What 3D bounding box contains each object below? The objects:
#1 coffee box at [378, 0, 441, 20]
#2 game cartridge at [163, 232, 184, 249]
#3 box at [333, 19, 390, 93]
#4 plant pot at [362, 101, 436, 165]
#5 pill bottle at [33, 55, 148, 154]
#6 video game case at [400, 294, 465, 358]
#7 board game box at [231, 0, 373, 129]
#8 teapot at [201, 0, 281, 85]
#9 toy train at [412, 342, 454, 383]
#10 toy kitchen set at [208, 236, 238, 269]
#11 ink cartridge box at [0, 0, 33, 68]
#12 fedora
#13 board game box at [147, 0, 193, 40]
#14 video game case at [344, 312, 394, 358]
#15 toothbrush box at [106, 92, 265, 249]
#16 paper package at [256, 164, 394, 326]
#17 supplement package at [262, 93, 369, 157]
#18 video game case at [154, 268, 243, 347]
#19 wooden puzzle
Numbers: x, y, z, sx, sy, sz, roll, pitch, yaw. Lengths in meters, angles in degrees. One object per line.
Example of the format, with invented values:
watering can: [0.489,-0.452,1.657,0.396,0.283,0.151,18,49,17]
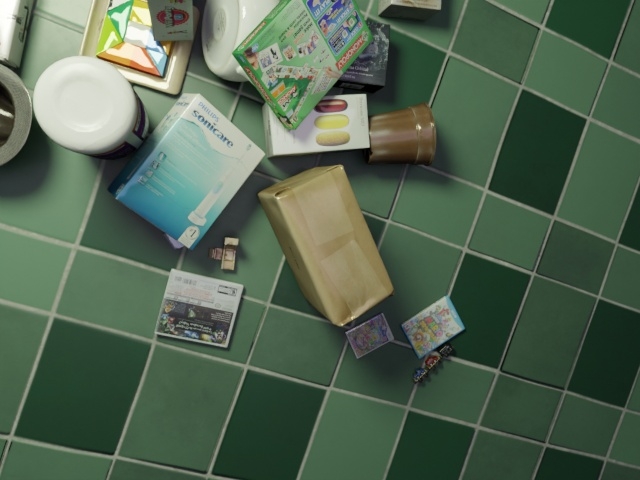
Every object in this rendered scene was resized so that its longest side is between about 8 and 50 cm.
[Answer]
coffee box: [0.235,-0.715,1.316,0.141,0.098,0.246,0,96,-14]
game cartridge: [-0.349,-0.015,1.296,0.083,0.017,0.056,-33,106,-8]
box: [0.087,-0.476,1.311,0.156,0.093,0.158,3,94,-13]
plant pot: [0.196,-0.270,1.331,0.165,0.167,0.166,-6,97,-5]
pill bottle: [-0.469,-0.266,1.083,0.182,0.323,0.181,-1,96,-13]
video game case: [0.328,0.252,1.484,0.166,0.015,0.119,-31,102,-9]
board game box: [-0.027,-0.438,1.139,0.317,0.046,0.213,-52,133,-16]
teapot: [-0.152,-0.485,1.195,0.187,0.252,0.255,-2,116,-36]
toy train: [0.327,0.358,1.488,0.158,0.027,0.036,-43,100,-6]
toy kitchen set: [-0.249,0.032,1.293,0.068,0.075,0.083,6,90,-13]
ink cartridge box: [-0.734,-0.511,1.114,0.159,0.092,0.217,13,91,-14]
fedora: [-0.749,-0.272,1.118,0.276,0.124,0.243,6,92,-5]
board game box: [-0.344,-0.627,1.100,0.098,0.224,0.303,-8,87,-14]
video game case: [0.139,0.269,1.443,0.122,0.011,0.087,-26,101,-10]
toothbrush box: [-0.310,-0.163,1.193,0.216,0.126,0.295,39,83,-34]
paper package: [0.000,0.000,1.228,0.168,0.309,0.324,-27,102,-12]
supplement package: [-0.014,-0.288,1.285,0.244,0.134,0.138,-7,98,-12]
video game case: [-0.314,0.177,1.322,0.191,0.022,0.173,15,92,-15]
wooden puzzle: [-0.430,-0.488,1.212,0.239,0.044,0.220,15,92,-14]
